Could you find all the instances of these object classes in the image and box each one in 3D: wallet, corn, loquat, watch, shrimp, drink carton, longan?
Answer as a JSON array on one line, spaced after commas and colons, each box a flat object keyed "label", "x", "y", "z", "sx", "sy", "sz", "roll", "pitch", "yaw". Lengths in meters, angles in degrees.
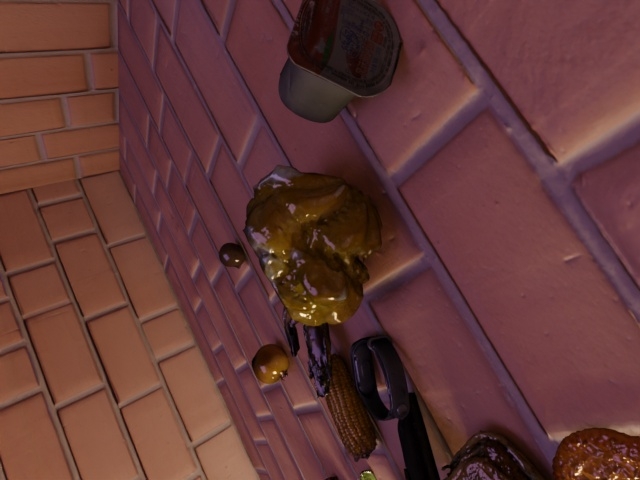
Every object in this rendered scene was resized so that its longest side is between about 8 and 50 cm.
[{"label": "wallet", "x": 0.223, "y": 0.525, "z": 0.909, "sx": 0.318, "sy": 0.045, "sz": 0.172, "roll": -95, "pitch": 9, "yaw": -53}, {"label": "corn", "x": 0.076, "y": 0.493, "z": 1.200, "sx": 0.115, "sy": 0.115, "sz": 0.317, "roll": -33, "pitch": 80, "yaw": 57}, {"label": "loquat", "x": -0.190, "y": 0.474, "z": 1.550, "sx": 0.163, "sy": 0.137, "sz": 0.163, "roll": 4, "pitch": 96, "yaw": 43}, {"label": "watch", "x": 0.145, "y": 0.337, "z": 1.013, "sx": 0.193, "sy": 0.068, "sz": 0.206, "roll": 178, "pitch": 86, "yaw": -66}, {"label": "shrimp", "x": -0.045, "y": 0.285, "z": 1.222, "sx": 0.233, "sy": 0.071, "sz": 0.364, "roll": -37, "pitch": 59, "yaw": 52}, {"label": "drink carton", "x": 0.017, "y": -0.317, "z": 0.747, "sx": 0.190, "sy": 0.191, "sz": 0.185, "roll": 151, "pitch": 134, "yaw": -64}, {"label": "longan", "x": -0.344, "y": 0.061, "z": 1.580, "sx": 0.113, "sy": 0.092, "sz": 0.113, "roll": 17, "pitch": 126, "yaw": 25}]

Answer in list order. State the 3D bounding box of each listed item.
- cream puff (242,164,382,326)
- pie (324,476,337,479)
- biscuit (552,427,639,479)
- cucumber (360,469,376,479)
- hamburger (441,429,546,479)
[{"label": "cream puff", "x": 0.000, "y": 0.000, "z": 0.913, "sx": 0.378, "sy": 0.276, "sz": 0.378, "roll": 155, "pitch": 90, "yaw": -87}, {"label": "pie", "x": 0.091, "y": 0.988, "z": 1.512, "sx": 0.219, "sy": 0.054, "sz": 0.204, "roll": 6, "pitch": 113, "yaw": 52}, {"label": "biscuit", "x": 0.484, "y": 0.411, "z": 0.619, "sx": 0.254, "sy": 0.035, "sz": 0.253, "roll": 33, "pitch": 134, "yaw": 42}, {"label": "cucumber", "x": 0.163, "y": 0.834, "z": 1.325, "sx": 0.070, "sy": 0.046, "sz": 0.220, "roll": 30, "pitch": 133, "yaw": 41}, {"label": "hamburger", "x": 0.349, "y": 0.489, "z": 0.803, "sx": 0.183, "sy": 0.130, "sz": 0.206, "roll": 46, "pitch": 123, "yaw": 29}]
